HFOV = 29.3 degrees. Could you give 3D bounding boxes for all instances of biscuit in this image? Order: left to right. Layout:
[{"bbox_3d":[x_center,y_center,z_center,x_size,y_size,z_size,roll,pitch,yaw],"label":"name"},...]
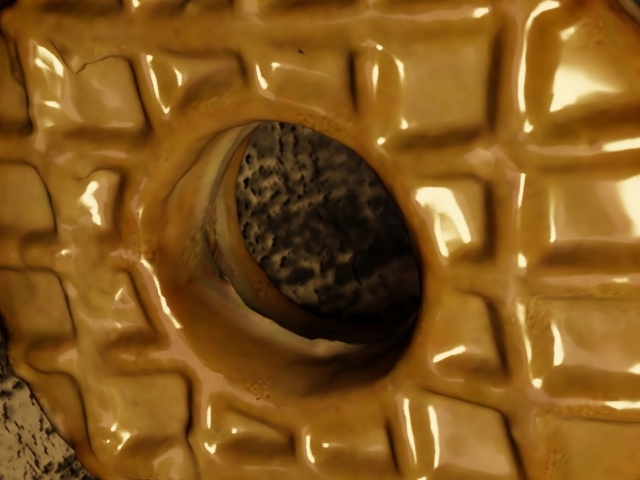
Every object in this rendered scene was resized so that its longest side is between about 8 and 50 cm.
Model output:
[{"bbox_3d":[0.000,0.000,0.505,0.332,0.103,0.332,8,112,20],"label":"biscuit"}]
